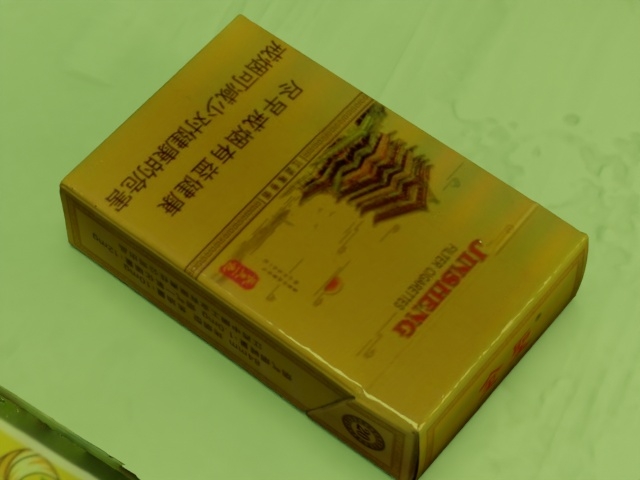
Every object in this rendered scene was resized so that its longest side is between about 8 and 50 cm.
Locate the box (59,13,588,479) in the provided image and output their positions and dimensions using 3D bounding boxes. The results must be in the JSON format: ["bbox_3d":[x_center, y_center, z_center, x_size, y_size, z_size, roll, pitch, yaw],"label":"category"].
[{"bbox_3d":[0.000,0.000,1.147,0.274,0.076,0.174,34,64,19],"label":"box"}]

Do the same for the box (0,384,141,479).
[{"bbox_3d":[-0.326,0.195,0.944,0.420,0.138,0.373,32,60,8],"label":"box"}]
